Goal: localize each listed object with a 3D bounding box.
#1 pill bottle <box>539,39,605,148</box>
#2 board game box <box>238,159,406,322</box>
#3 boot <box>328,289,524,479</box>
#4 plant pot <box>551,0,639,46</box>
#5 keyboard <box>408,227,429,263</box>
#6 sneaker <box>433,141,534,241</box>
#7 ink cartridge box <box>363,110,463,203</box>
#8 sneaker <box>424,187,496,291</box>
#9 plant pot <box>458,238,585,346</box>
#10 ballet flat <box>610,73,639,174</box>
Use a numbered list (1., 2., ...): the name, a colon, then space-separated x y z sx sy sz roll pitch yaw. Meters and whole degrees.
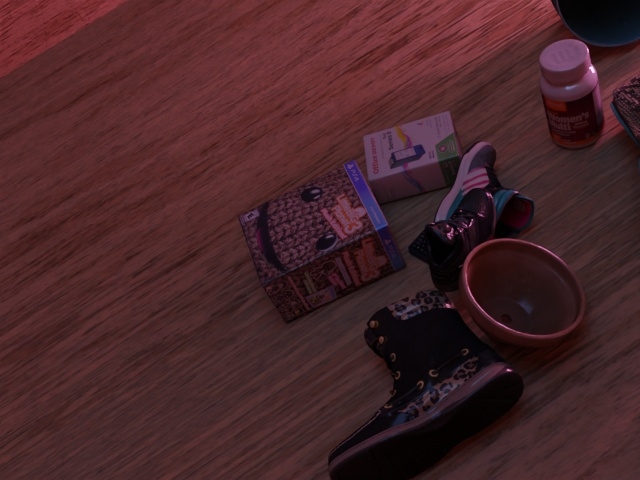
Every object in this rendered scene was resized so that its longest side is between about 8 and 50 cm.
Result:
1. pill bottle: 0.536 -0.312 2.029 0.121 0.221 0.121 -13 46 14
2. board game box: 0.000 0.000 2.055 0.291 0.141 0.232 -26 45 2
3. boot: 0.150 0.267 1.752 0.377 0.138 0.284 -33 41 3
4. plant pot: 0.663 -0.630 2.227 0.293 0.293 0.235 -21 29 7
5. keyboard: 0.279 0.019 1.994 0.108 0.023 0.180 -43 48 -16
6. sneaker: 0.365 -0.094 1.986 0.178 0.123 0.295 10 50 26
7. ink cartridge box: 0.213 -0.187 2.160 0.212 0.093 0.154 -16 47 14
8. sneaker: 0.269 -0.025 1.823 0.087 0.130 0.227 19 66 29
9. plant pot: 0.364 0.118 1.775 0.237 0.109 0.237 7 47 -7
10. ballet flat: 0.701 -0.185 1.862 0.182 0.164 0.482 -42 32 35
